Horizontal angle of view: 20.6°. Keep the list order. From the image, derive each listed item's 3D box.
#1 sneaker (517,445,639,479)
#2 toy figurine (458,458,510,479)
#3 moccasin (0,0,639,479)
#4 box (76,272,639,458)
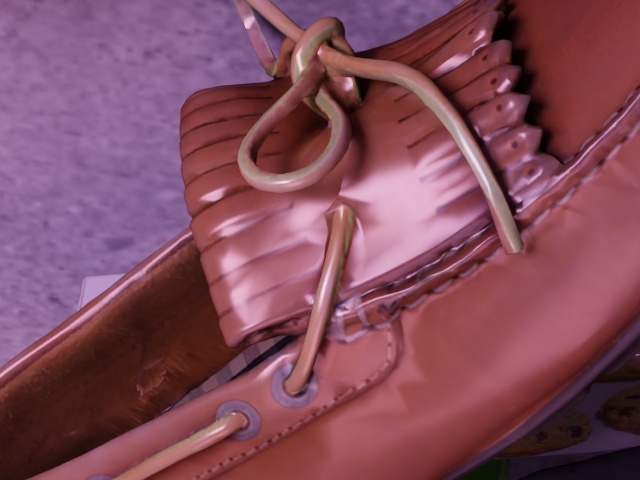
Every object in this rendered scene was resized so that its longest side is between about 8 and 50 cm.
[{"bbox_3d":[0.029,0.210,0.627,0.447,0.169,0.257,-39,146,-4],"label":"sneaker"},{"bbox_3d":[0.031,0.149,0.783,0.173,0.130,0.159,-36,145,5],"label":"toy figurine"},{"bbox_3d":[0.000,-0.002,0.549,0.147,0.139,0.380,38,119,-22],"label":"moccasin"},{"bbox_3d":[0.069,0.041,0.667,0.324,0.063,0.067,-5,137,8],"label":"box"}]
